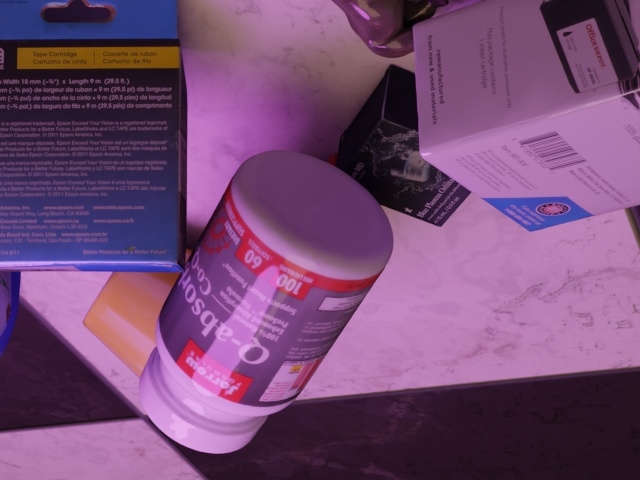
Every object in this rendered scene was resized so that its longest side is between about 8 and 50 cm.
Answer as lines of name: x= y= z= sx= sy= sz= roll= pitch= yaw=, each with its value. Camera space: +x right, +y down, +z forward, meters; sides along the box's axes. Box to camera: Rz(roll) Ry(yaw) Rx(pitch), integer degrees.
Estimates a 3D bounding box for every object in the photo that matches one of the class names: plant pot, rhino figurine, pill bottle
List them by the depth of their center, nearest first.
rhino figurine: x=0.046 y=-0.287 z=1.349 sx=0.106 sy=0.073 sz=0.243 roll=-20 pitch=133 yaw=30
pill bottle: x=-0.079 y=0.085 z=1.546 sx=0.210 sy=0.210 sz=0.363 roll=21 pitch=124 yaw=-16
plant pot: x=-0.205 y=0.118 z=1.834 sx=0.239 sy=0.254 sz=0.254 roll=33 pitch=141 yaw=-4

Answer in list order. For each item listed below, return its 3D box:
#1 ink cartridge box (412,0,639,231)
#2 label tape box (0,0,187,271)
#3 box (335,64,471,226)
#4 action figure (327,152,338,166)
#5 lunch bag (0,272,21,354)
ink cartridge box: x=0.337 y=-0.162 z=1.315 sx=0.395 sy=0.166 sz=0.285 roll=-14 pitch=156 yaw=29
label tape box: x=-0.278 y=-0.130 z=1.472 sx=0.240 sy=0.334 sz=0.106 roll=0 pitch=174 yaw=1
box: x=0.119 y=-0.114 z=1.553 sx=0.158 sy=0.093 sz=0.156 roll=20 pitch=143 yaw=-13
action figure: x=0.000 y=0.000 z=1.704 sx=0.091 sy=0.139 sz=0.280 roll=10 pitch=142 yaw=-3
lunch bag: x=-0.537 y=0.006 z=1.518 sx=0.239 sy=0.385 sz=0.328 roll=-35 pitch=116 yaw=-2
